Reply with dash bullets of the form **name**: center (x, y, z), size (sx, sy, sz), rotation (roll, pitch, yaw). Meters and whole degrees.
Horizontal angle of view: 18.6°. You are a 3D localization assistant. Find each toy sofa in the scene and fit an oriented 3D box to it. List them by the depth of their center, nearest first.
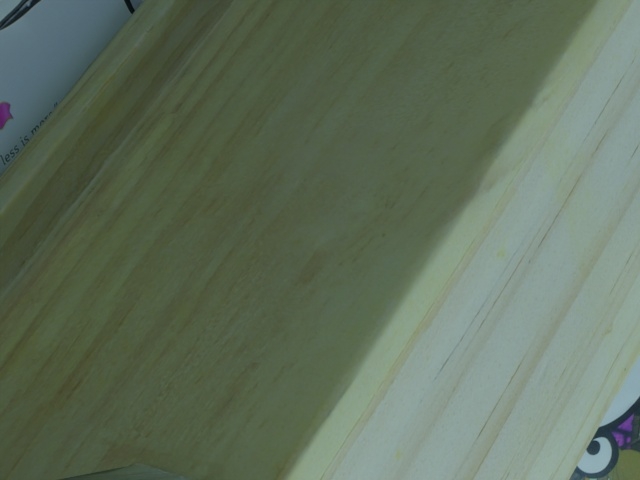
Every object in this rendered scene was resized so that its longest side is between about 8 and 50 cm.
- **toy sofa**: center (0.000, 0.000, 0.600), size (0.362, 0.150, 0.177), rotation (-56, 138, -29)

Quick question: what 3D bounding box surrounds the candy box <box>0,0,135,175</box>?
- **candy box**: center (-0.105, 0.023, 0.652), size (0.165, 0.070, 0.196), rotation (-48, 129, -32)

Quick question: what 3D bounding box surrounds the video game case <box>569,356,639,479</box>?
- **video game case**: center (0.105, 0.012, 0.768), size (0.210, 0.042, 0.232), rotation (-39, 104, -26)
